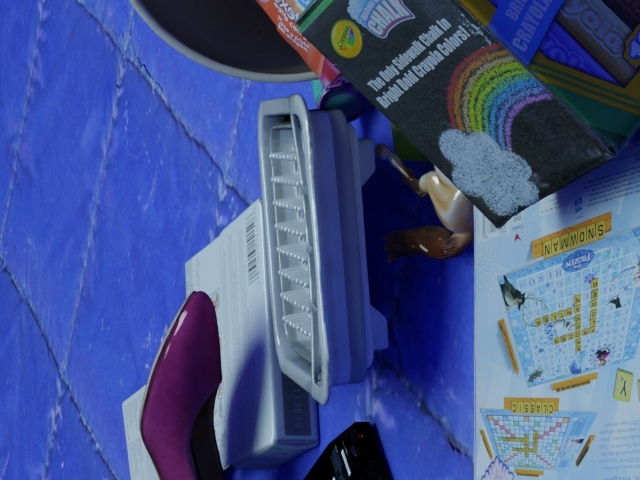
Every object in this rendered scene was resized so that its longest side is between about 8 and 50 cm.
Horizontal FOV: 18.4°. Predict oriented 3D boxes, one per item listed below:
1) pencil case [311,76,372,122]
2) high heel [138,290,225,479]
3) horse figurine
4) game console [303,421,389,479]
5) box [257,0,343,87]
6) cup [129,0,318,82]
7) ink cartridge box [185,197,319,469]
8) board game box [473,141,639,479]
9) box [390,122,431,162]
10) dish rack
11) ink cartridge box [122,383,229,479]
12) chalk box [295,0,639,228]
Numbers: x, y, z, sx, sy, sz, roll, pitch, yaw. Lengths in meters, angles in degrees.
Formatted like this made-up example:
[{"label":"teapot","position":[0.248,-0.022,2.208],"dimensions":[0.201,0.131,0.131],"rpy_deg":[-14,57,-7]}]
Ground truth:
[{"label":"pencil case","position":[0.012,-0.194,2.031],"dimensions":[0.070,0.064,0.151],"rpy_deg":[64,-171,-53]},{"label":"high heel","position":[-0.100,0.242,2.096],"dimensions":[0.127,0.181,0.377],"rpy_deg":[-50,-29,-65]},{"label":"horse figurine","position":[0.109,-0.084,1.732],"dimensions":[0.174,0.066,0.263],"rpy_deg":[39,137,47]},{"label":"game console","position":[0.039,0.364,1.892],"dimensions":[0.361,0.044,0.213],"rpy_deg":[-108,30,-43]},{"label":"box","position":[0.076,-0.258,1.630],"dimensions":[0.122,0.257,0.128],"rpy_deg":[51,156,-1]},{"label":"cup","position":[-0.027,-0.307,1.897],"dimensions":[0.237,0.331,0.331],"rpy_deg":[3,-88,-85]},{"label":"ink cartridge box","position":[-0.080,0.120,2.196],"dimensions":[0.239,0.060,0.275],"rpy_deg":[142,128,-61]},{"label":"board game box","position":[0.215,0.099,1.495],"dimensions":[0.319,0.066,0.318],"rpy_deg":[162,111,-66]},{"label":"box","position":[0.115,-0.158,1.814],"dimensions":[0.178,0.042,0.109],"rpy_deg":[132,137,-56]},{"label":"dish rack","position":[0.000,0.000,1.913],"dimensions":[0.333,0.072,0.285],"rpy_deg":[-164,69,-79]},{"label":"ink cartridge box","position":[-0.151,0.231,2.380],"dimensions":[0.225,0.056,0.181],"rpy_deg":[-37,50,37]},{"label":"chalk box","position":[0.117,-0.188,1.452],"dimensions":[0.179,0.289,0.180],"rpy_deg":[-48,6,-29]}]
